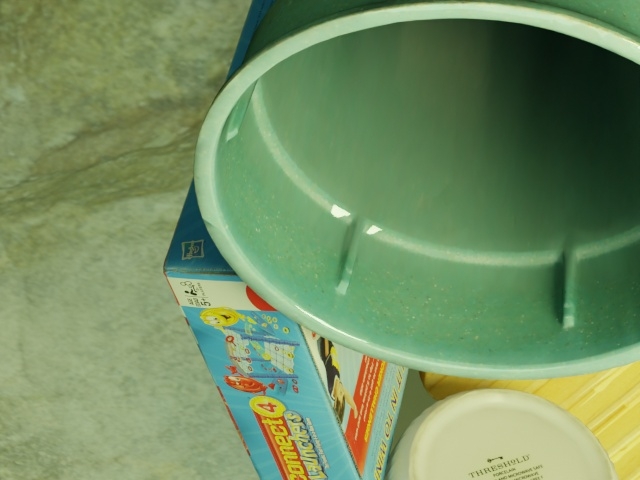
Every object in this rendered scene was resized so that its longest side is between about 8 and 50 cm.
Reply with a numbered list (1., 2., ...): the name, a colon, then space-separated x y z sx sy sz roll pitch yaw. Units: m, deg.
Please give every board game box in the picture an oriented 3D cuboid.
1. board game box: 0.000 0.000 1.465 0.086 0.308 0.302 1 140 18

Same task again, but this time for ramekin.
1. ramekin: 0.140 0.213 1.521 0.207 0.207 0.109 12 140 -2

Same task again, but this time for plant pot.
1. plant pot: 0.114 -0.144 1.238 0.341 0.334 0.341 6 142 5

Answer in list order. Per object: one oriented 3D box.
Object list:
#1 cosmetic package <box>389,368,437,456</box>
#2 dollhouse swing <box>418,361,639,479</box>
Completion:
1. cosmetic package: 0.134 0.191 1.832 0.309 0.113 0.160 -21 132 35
2. dollhouse swing: 0.302 0.116 1.531 0.347 0.315 0.305 39 94 -31
